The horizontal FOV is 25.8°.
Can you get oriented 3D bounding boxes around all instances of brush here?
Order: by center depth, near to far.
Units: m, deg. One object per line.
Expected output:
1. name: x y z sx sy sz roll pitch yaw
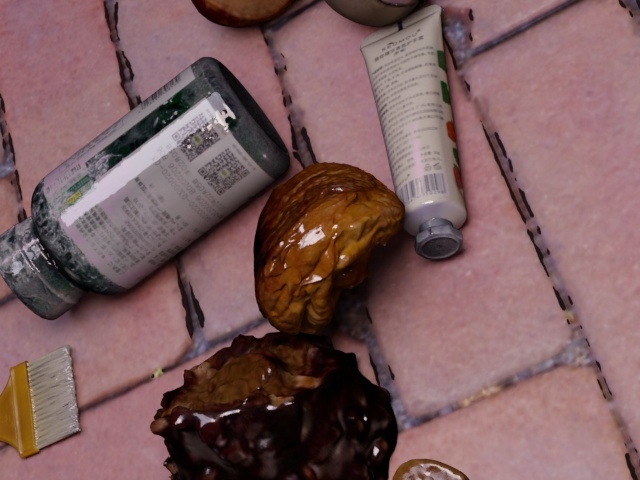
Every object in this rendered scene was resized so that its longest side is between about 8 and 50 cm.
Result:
1. brush: -0.363 0.199 1.432 0.272 0.013 0.103 -24 57 16

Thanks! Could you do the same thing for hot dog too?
1. hot dog: -0.003 0.000 1.252 0.160 0.099 0.227 -48 15 12

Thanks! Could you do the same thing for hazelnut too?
1. hazelnut: -0.077 -0.297 1.463 0.143 0.143 0.154 46 112 36

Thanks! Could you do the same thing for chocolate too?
1. chocolate: -0.067 0.153 1.201 0.224 0.177 0.206 -24 57 13

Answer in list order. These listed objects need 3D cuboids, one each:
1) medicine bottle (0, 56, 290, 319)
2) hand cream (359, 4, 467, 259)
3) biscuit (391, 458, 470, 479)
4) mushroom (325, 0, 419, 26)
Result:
1. medicine bottle: -0.182 -0.043 1.380 0.293 0.141 0.141 -37 55 7
2. hand cream: 0.092 -0.107 1.325 0.095 0.059 0.276 -23 53 23
3. biscuit: 0.124 0.306 1.076 0.208 0.041 0.290 -24 72 15
4. mushroom: 0.050 -0.298 1.405 0.117 0.141 0.188 -26 50 57
